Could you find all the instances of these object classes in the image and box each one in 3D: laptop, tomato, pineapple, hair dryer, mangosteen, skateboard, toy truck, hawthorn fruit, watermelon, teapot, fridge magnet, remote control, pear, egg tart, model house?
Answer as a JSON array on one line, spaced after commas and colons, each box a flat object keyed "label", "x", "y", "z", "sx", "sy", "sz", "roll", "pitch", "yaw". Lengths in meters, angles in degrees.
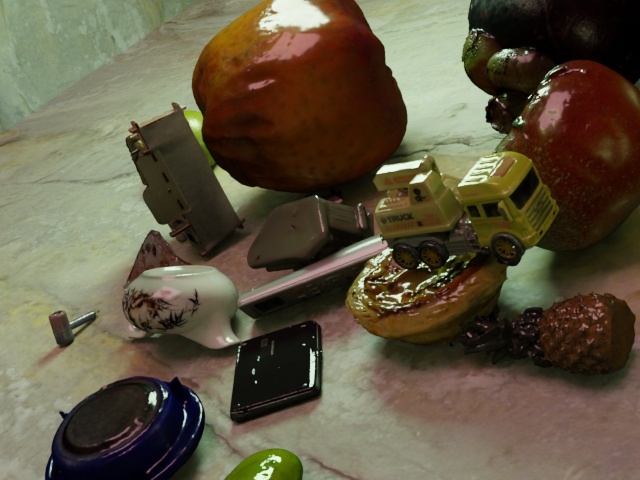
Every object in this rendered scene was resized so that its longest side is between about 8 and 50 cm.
[{"label": "laptop", "x": -0.071, "y": 0.207, "z": 1.613, "sx": 0.154, "sy": 0.026, "sz": 0.207, "roll": -19, "pitch": 26, "yaw": 10}, {"label": "tomato", "x": 0.407, "y": -0.125, "z": 1.554, "sx": 0.239, "sy": 0.303, "sz": 0.303, "roll": 35, "pitch": 52, "yaw": 11}, {"label": "pineapple", "x": 0.303, "y": 0.130, "z": 1.364, "sx": 0.251, "sy": 0.125, "sz": 0.125, "roll": -4, "pitch": 32, "yaw": 44}, {"label": "hair dryer", "x": -0.500, "y": 0.162, "z": 2.019, "sx": 0.037, "sy": 0.063, "sz": 0.114, "roll": 2, "pitch": 21, "yaw": 44}, {"label": "mangosteen", "x": 0.475, "y": -0.406, "z": 1.939, "sx": 0.381, "sy": 0.381, "sz": 0.421, "roll": -7, "pitch": 44, "yaw": 30}, {"label": "skateboard", "x": 0.018, "y": -0.074, "z": 2.033, "sx": 0.080, "sy": 0.067, "sz": 0.151, "roll": -22, "pitch": 21, "yaw": -18}, {"label": "toy truck", "x": 0.200, "y": -0.055, "z": 1.461, "sx": 0.272, "sy": 0.157, "sz": 0.124, "roll": -6, "pitch": 33, "yaw": 43}, {"label": "hawthorn fruit", "x": -0.048, "y": -0.300, "z": 2.117, "sx": 0.472, "sy": 0.472, "sz": 0.472, "roll": -19, "pitch": 27, "yaw": 10}, {"label": "watermelon", "x": -0.322, "y": 0.045, "z": 2.023, "sx": 0.187, "sy": 0.139, "sz": 0.071, "roll": -9, "pitch": -3, "yaw": 29}, {"label": "teapot", "x": -0.266, "y": 0.124, "z": 1.817, "sx": 0.300, "sy": 0.166, "sz": 0.208, "roll": -10, "pitch": 10, "yaw": 45}, {"label": "fridge magnet", "x": -0.306, "y": 0.307, "z": 1.523, "sx": 0.265, "sy": 0.112, "sz": 0.265, "roll": -18, "pitch": 29, "yaw": 10}, {"label": "remote control", "x": 0.005, "y": 0.056, "z": 1.738, "sx": 0.313, "sy": 0.109, "sz": 0.055, "roll": -21, "pitch": 71, "yaw": 6}, {"label": "pear", "x": -0.337, "y": -0.233, "z": 2.518, "sx": 0.180, "sy": 0.166, "sz": 0.216, "roll": -16, "pitch": 47, "yaw": -13}, {"label": "egg tart", "x": 0.179, "y": 0.075, "z": 1.556, "sx": 0.290, "sy": 0.115, "sz": 0.290, "roll": -22, "pitch": 23, "yaw": 10}, {"label": "model house", "x": -0.321, "y": -0.136, "z": 2.134, "sx": 0.169, "sy": 0.326, "sz": 0.244, "roll": -31, "pitch": 22, "yaw": -11}, {"label": "model house", "x": -0.004, "y": -0.007, "z": 1.822, "sx": 0.188, "sy": 0.122, "sz": 0.229, "roll": 5, "pitch": -14, "yaw": -40}]

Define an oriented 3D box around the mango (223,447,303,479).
[{"label": "mango", "x": -0.086, "y": 0.346, "z": 1.315, "sx": 0.117, "sy": 0.089, "sz": 0.163, "roll": -23, "pitch": 13, "yaw": 20}]
